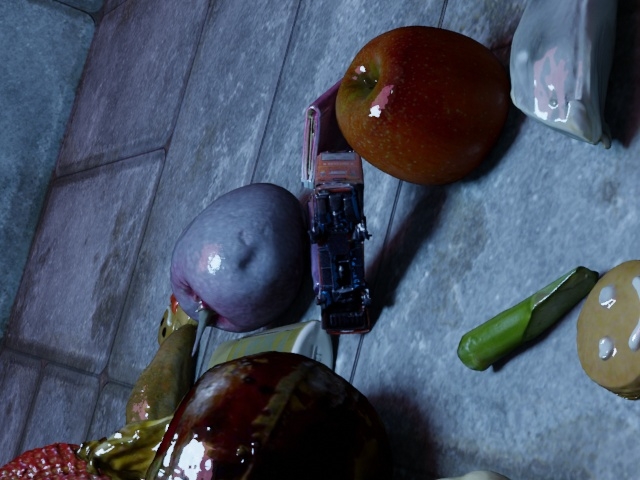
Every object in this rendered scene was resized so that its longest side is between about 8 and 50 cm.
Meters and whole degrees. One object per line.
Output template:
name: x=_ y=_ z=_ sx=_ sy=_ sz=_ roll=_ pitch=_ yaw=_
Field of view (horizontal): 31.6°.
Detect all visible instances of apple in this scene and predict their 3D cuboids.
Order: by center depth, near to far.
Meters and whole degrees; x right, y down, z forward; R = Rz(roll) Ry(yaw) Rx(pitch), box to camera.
apple: x=0.118 y=-0.155 z=1.285 sx=0.181 sy=0.168 sz=0.181 roll=-40 pitch=37 yaw=39

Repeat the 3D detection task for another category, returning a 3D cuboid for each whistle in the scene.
whistle: x=0.000 y=0.000 z=1.567 sx=0.033 sy=0.033 sz=0.176 roll=-47 pitch=34 yaw=40

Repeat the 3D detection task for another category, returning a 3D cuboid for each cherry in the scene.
cherry: x=-0.113 y=0.030 z=1.594 sx=0.213 sy=0.184 sz=0.266 roll=-15 pitch=46 yaw=60

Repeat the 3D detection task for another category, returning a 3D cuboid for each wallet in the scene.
wallet: x=0.045 y=-0.167 z=1.402 sx=0.232 sy=0.025 sz=0.119 roll=-47 pitch=-30 yaw=-44

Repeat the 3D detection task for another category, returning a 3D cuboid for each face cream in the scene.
face cream: x=-0.081 y=0.191 z=1.559 sx=0.285 sy=0.067 sz=0.139 roll=-19 pitch=56 yaw=58

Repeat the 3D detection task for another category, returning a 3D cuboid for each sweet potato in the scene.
sweet potato: x=-0.262 y=0.290 z=1.826 sx=0.114 sy=0.092 sz=0.341 roll=-11 pitch=54 yaw=18

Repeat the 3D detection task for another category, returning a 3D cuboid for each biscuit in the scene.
biscuit: x=0.316 y=0.050 z=0.892 sx=0.340 sy=0.047 sz=0.215 roll=-19 pitch=55 yaw=58
biscuit: x=-0.232 y=0.087 z=1.970 sx=0.240 sy=0.035 sz=0.158 roll=-61 pitch=25 yaw=20

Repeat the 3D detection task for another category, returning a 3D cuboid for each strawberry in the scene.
strawberry: x=-0.398 y=0.455 z=1.757 sx=0.238 sy=0.288 sz=0.250 roll=-63 pitch=32 yaw=9

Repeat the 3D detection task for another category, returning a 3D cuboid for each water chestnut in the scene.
water chestnut: x=-0.100 y=0.273 z=1.239 sx=0.335 sy=0.347 sz=0.335 roll=17 pitch=-90 yaw=-75

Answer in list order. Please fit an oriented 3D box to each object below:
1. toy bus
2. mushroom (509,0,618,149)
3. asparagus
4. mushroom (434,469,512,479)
toy bus: x=0.026 y=0.007 z=1.358 sx=0.096 sy=0.074 sz=0.234 roll=-87 pitch=-4 yaw=-49
mushroom: x=0.255 y=-0.243 z=1.160 sx=0.109 sy=0.097 sz=0.351 roll=-32 pitch=42 yaw=50
asparagus: x=0.202 y=0.077 z=1.105 sx=0.045 sy=0.041 sz=0.178 roll=-33 pitch=-5 yaw=-43
mushroom: x=0.123 y=0.275 z=1.002 sx=0.154 sy=0.154 sz=0.122 roll=-61 pitch=2 yaw=20
